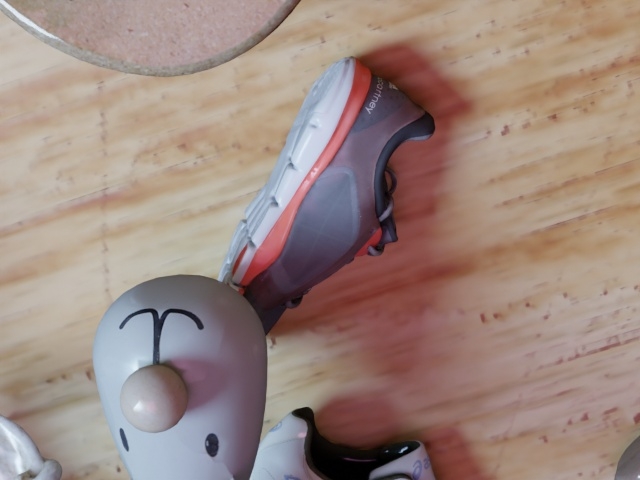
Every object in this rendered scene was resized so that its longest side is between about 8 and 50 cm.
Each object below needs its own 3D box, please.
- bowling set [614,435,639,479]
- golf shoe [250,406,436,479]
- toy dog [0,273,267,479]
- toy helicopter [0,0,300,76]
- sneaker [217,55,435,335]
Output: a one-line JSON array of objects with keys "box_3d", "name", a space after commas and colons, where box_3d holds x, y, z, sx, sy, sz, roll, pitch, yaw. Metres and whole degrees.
[{"box_3d": [0.266, 0.102, 0.749, 0.154, 0.200, 0.287, 40, 113, -12], "name": "bowling set"}, {"box_3d": [0.044, 0.139, 0.848, 0.176, 0.069, 0.086, 23, 105, -5], "name": "golf shoe"}, {"box_3d": [-0.058, 0.199, 0.736, 0.220, 0.161, 0.333, -26, 96, 12], "name": "toy dog"}, {"box_3d": [-0.025, -0.233, 0.680, 0.235, 0.140, 0.355, 17, 99, 5], "name": "toy helicopter"}, {"box_3d": [0.000, 0.000, 0.801, 0.065, 0.061, 0.158, 25, 112, -11], "name": "sneaker"}]
